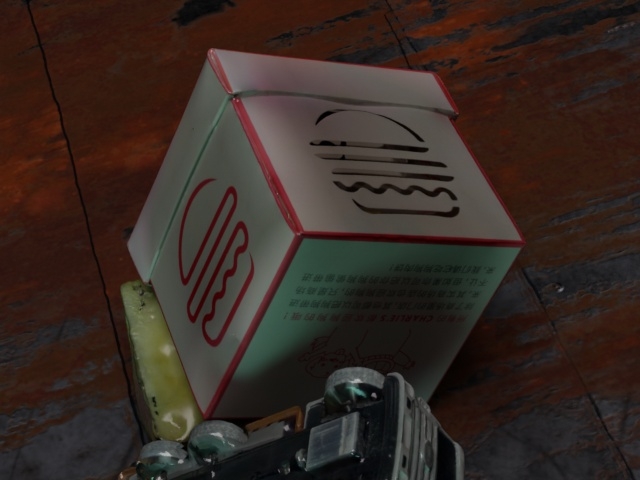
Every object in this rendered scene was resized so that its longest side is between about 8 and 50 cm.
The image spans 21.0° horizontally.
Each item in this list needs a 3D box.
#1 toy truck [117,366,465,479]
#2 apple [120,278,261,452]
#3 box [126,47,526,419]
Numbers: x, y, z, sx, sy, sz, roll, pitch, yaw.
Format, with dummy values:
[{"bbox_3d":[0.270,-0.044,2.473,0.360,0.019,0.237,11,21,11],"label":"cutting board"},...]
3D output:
[{"bbox_3d":[-0.030,0.287,1.773,0.387,0.207,0.173,-23,40,31],"label":"toy truck"},{"bbox_3d":[-0.135,0.157,2.052,0.193,0.120,0.265,-3,45,-19],"label":"apple"},{"bbox_3d":[0.000,0.000,1.974,0.314,0.312,0.300,3,42,-30],"label":"box"}]
